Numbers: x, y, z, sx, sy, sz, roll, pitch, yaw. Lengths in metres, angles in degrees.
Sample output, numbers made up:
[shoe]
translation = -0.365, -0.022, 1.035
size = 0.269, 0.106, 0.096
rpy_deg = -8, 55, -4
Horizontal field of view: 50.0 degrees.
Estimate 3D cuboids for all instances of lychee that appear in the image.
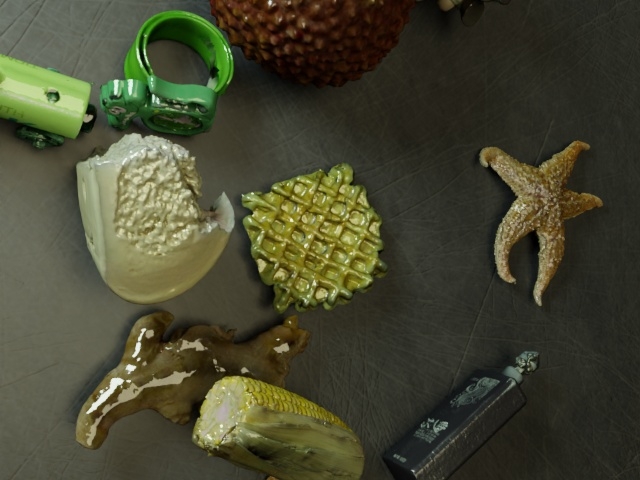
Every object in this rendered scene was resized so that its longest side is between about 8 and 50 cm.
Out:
[lychee]
translation = -0.013, -0.343, 0.904
size = 0.275, 0.276, 0.304
rpy_deg = -53, 128, -16

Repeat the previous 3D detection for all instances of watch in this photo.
[watch]
translation = -0.200, -0.225, 0.900
size = 0.165, 0.131, 0.151
rpy_deg = 8, 76, -25

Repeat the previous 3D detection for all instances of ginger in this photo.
[ginger]
translation = -0.164, 0.176, 0.938
size = 0.333, 0.080, 0.166
rpy_deg = -3, 78, -24

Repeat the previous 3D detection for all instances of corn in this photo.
[corn]
translation = -0.047, 0.268, 0.912
size = 0.122, 0.123, 0.305
rpy_deg = -48, 136, 4

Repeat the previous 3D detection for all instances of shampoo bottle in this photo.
[shampoo bottle]
translation = 0.246, 0.286, 1.122
size = 0.309, 0.098, 0.071
rpy_deg = -34, 99, -22

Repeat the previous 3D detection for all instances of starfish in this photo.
[starfish]
translation = 0.408, -0.061, 1.224
size = 0.302, 0.060, 0.299
rpy_deg = -30, 100, -23

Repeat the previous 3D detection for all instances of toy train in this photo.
[toy train]
translation = -0.382, -0.179, 0.787
size = 0.253, 0.157, 0.105
rpy_deg = 15, 84, -25

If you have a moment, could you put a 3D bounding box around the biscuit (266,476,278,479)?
[biscuit]
translation = -0.017, 0.458, 1.005
size = 0.232, 0.013, 0.237
rpy_deg = 39, 62, -8

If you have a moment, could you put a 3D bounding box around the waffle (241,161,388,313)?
[waffle]
translation = -0.001, 0.001, 1.027
size = 0.223, 0.054, 0.204
rpy_deg = -20, 87, -25

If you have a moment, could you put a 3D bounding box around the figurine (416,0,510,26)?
[figurine]
translation = 0.175, -0.453, 1.047
size = 0.257, 0.192, 0.167
rpy_deg = 23, 92, -29

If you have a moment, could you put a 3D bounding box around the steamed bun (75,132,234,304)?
[steamed bun]
translation = -0.206, -0.045, 0.842
size = 0.171, 0.225, 0.199
rpy_deg = -15, 114, -23
